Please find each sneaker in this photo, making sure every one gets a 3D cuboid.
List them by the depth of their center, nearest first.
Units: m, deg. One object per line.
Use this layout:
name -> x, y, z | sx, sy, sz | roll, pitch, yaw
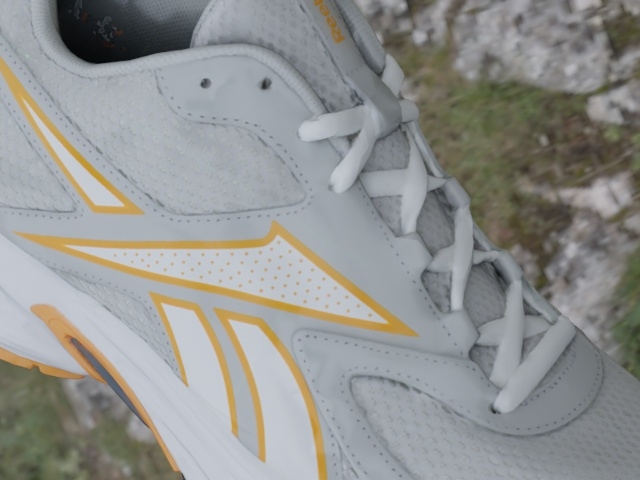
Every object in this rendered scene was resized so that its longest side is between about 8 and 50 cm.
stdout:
sneaker -> 0.000, 0.000, 0.422 | 0.262, 0.099, 0.121 | 29, 117, 14
